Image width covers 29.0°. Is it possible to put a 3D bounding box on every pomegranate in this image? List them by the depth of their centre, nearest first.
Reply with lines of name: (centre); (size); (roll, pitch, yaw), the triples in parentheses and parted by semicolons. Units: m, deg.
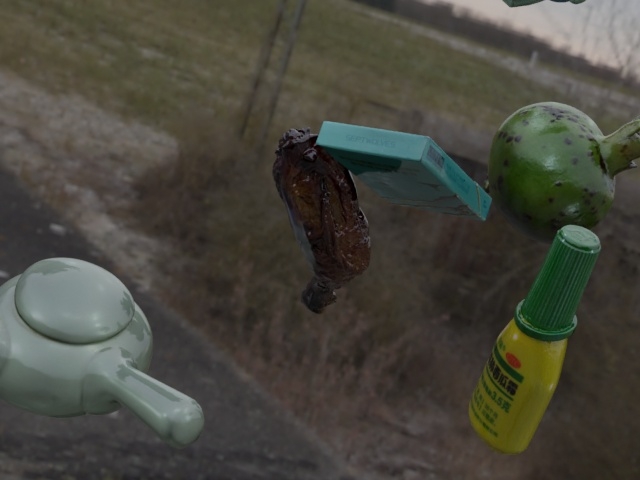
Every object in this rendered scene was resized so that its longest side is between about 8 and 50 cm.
pomegranate: (0.360, -0.104, 1.786); (0.263, 0.211, 0.211); (-15, -7, 25)

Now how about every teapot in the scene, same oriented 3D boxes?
teapot: (-0.250, 0.130, 1.424); (0.318, 0.149, 0.220); (23, 36, 10)

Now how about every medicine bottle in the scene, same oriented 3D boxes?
medicine bottle: (0.260, 0.119, 1.490); (0.076, 0.309, 0.111); (1, 34, -28)

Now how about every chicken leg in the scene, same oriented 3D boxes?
chicken leg: (0.000, 0.000, 1.817); (0.158, 0.096, 0.407); (38, -26, 31)

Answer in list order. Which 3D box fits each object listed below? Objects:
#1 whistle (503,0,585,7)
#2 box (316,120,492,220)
whistle: (0.355, -0.369, 1.712); (0.235, 0.077, 0.114); (-24, 53, -16)
box: (0.116, -0.093, 1.666); (0.162, 0.041, 0.229); (12, -12, 33)
